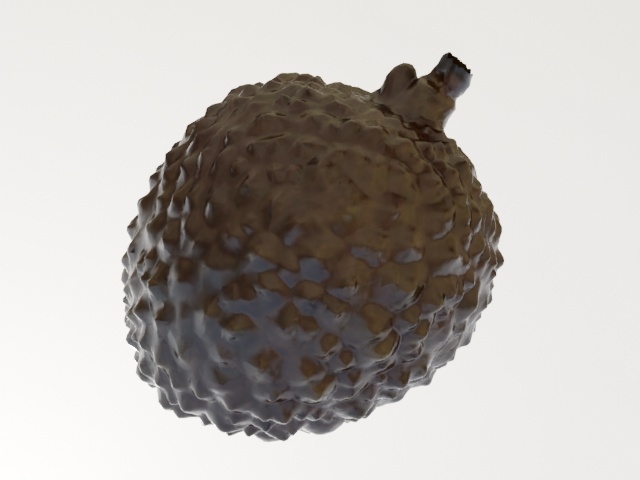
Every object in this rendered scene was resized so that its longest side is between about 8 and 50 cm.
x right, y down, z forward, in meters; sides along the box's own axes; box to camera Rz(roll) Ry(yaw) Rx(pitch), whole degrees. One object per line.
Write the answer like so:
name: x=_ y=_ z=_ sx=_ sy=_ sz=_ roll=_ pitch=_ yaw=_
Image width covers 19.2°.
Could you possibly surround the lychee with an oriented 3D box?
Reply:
lychee: x=0.000 y=0.000 z=0.992 sx=0.200 sy=0.238 sz=0.200 roll=40 pitch=-177 yaw=-3
